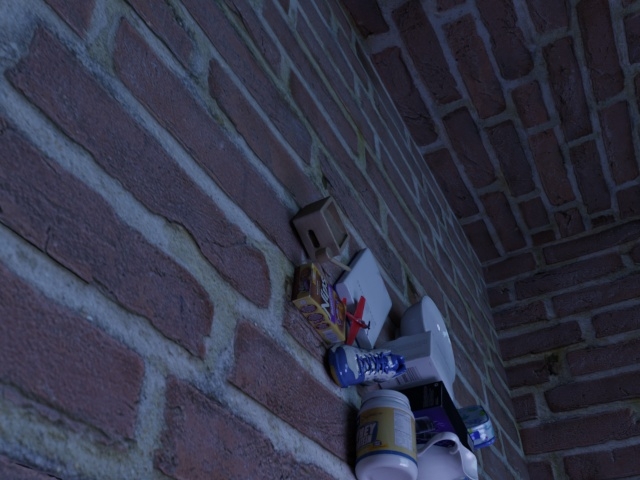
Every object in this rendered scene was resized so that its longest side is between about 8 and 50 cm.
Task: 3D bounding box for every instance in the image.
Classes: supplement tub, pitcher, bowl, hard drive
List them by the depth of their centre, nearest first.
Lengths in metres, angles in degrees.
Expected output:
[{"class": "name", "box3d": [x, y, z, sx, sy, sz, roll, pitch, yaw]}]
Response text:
[{"class": "supplement tub", "box3d": [0.156, 0.475, 1.460, 0.144, 0.144, 0.200, 55, 25, -35]}, {"class": "pitcher", "box3d": [0.287, 0.577, 1.607, 0.178, 0.207, 0.125, 60, 23, -24]}, {"class": "hard drive", "box3d": [0.133, 0.166, 1.817, 0.210, 0.040, 0.319, 67, 21, -9]}, {"class": "bowl", "box3d": [0.336, 0.344, 2.038, 0.298, 0.134, 0.298, 50, 29, -42]}]

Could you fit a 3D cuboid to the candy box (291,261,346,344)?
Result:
[{"class": "candy box", "box3d": [0.000, 0.155, 1.482, 0.187, 0.053, 0.109, 52, 28, -37]}]

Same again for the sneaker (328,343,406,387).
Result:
[{"class": "sneaker", "box3d": [0.123, 0.307, 1.548, 0.296, 0.130, 0.112, 21, 55, -62]}]

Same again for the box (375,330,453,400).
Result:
[{"class": "box", "box3d": [0.268, 0.381, 1.769, 0.182, 0.180, 0.119, 61, 23, -24]}]

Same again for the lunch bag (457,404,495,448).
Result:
[{"class": "lunch bag", "box3d": [0.420, 0.594, 1.892, 0.176, 0.218, 0.090, -31, 103, -87]}]

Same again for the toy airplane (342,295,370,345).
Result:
[{"class": "toy airplane", "box3d": [0.085, 0.203, 1.626, 0.151, 0.028, 0.151, 7, 79, -40]}]

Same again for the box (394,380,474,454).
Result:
[{"class": "box", "box3d": [0.300, 0.534, 1.714, 0.261, 0.184, 0.103, 60, 26, -25]}]

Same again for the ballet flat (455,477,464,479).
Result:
[{"class": "ballet flat", "box3d": [0.424, 0.702, 1.958, 0.123, 0.123, 0.348, 70, 18, -2]}]

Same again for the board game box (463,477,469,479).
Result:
[{"class": "board game box", "box3d": [0.497, 0.871, 2.130, 0.145, 0.027, 0.282, 20, 54, -62]}]

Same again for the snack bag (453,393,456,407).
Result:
[{"class": "snack bag", "box3d": [0.424, 0.478, 2.279, 0.323, 0.037, 0.343, 40, 36, -53]}]

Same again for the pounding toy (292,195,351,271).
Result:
[{"class": "pounding toy", "box3d": [0.002, 0.010, 1.552, 0.181, 0.094, 0.206, 65, 22, -13]}]
